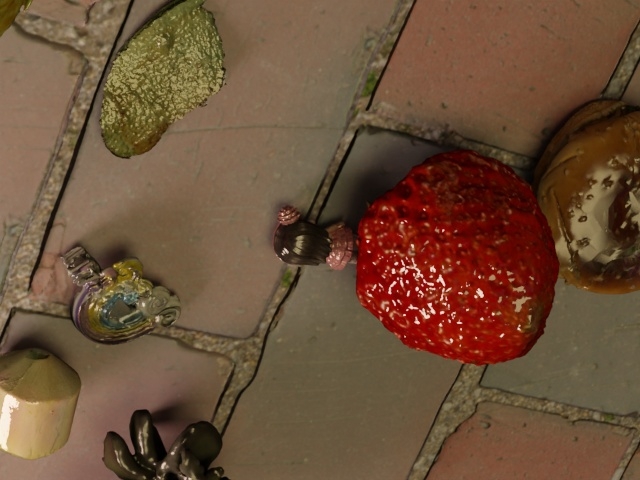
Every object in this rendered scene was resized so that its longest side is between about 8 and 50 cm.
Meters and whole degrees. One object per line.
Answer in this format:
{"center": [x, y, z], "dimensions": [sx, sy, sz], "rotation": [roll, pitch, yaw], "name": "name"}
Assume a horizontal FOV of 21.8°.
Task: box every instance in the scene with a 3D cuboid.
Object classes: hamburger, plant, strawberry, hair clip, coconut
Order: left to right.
{"center": [-0.344, 0.184, 1.958], "dimensions": [0.116, 0.116, 0.122], "rotation": [8, 111, -28], "name": "coconut"}
{"center": [-0.246, 0.071, 1.983], "dimensions": [0.116, 0.049, 0.172], "rotation": [-29, 135, 9], "name": "hair clip"}
{"center": [-0.204, 0.350, 2.047], "dimensions": [0.188, 0.199, 0.276], "rotation": [3, 82, 12], "name": "plant"}
{"center": [0.178, 0.030, 1.999], "dimensions": [0.257, 0.277, 0.257], "rotation": [-18, 123, -30], "name": "strawberry"}
{"center": [0.377, -0.051, 2.143], "dimensions": [0.286, 0.146, 0.243], "rotation": [-24, 117, -9], "name": "hamburger"}

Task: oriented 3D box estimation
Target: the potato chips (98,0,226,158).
{"center": [-0.174, -0.184, 1.883], "dimensions": [0.142, 0.026, 0.209], "rotation": [5, 113, -23], "name": "potato chips"}

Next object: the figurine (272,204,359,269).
{"center": [0.000, 0.000, 2.047], "dimensions": [0.129, 0.054, 0.072], "rotation": [9, 109, -31], "name": "figurine"}

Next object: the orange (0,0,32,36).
{"center": [-0.392, -0.259, 1.604], "dimensions": [0.262, 0.196, 0.334], "rotation": [84, 29, -51], "name": "orange"}
